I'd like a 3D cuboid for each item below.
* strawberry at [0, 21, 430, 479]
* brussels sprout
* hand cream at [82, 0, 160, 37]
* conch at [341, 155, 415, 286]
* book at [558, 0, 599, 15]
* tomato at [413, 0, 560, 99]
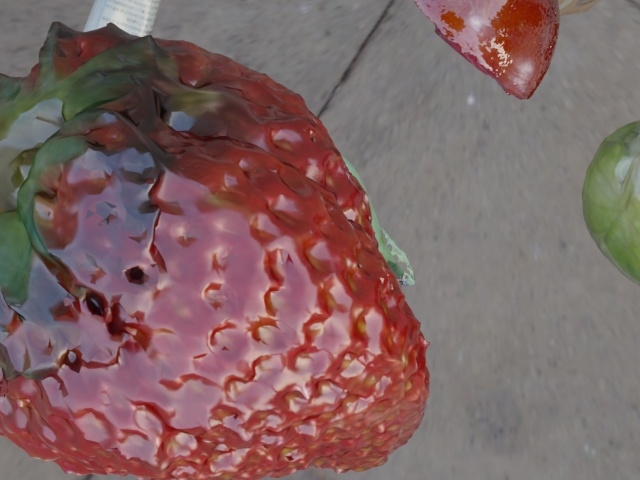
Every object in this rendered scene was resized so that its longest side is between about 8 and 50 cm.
[{"bbox_3d":[-0.071,0.033,0.953,0.238,0.250,0.288,-35,129,21],"label":"strawberry"},{"bbox_3d":[0.402,-0.045,1.954,0.210,0.271,0.219,-33,69,4],"label":"brussels sprout"},{"bbox_3d":[-0.184,-0.222,1.674,0.080,0.050,0.234,13,103,-37],"label":"hand cream"},{"bbox_3d":[0.000,0.000,1.330,0.106,0.079,0.170,-22,132,18],"label":"conch"},{"bbox_3d":[0.307,-0.308,1.849,0.295,0.208,0.020,-36,74,47],"label":"book"},{"bbox_3d":[0.133,-0.210,1.433,0.099,0.189,0.173,-44,130,16],"label":"tomato"}]
